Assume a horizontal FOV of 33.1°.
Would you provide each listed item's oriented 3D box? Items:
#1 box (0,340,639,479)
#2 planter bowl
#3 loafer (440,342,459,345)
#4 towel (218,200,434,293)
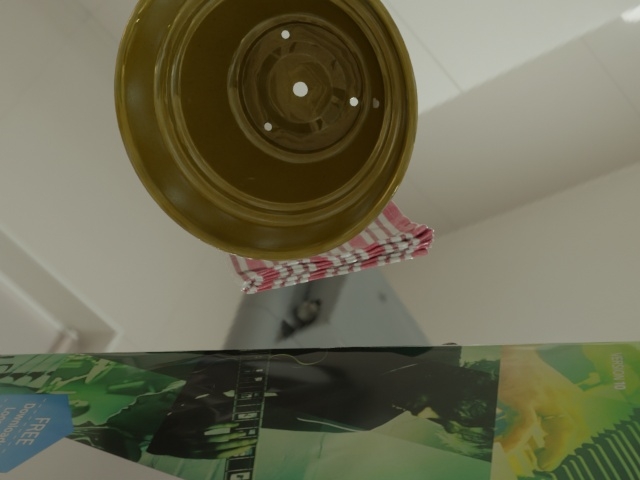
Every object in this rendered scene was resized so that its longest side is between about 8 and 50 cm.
[{"bbox_3d":[-0.037,0.112,0.362,0.322,0.058,0.232,-1,-157,12],"label":"box"},{"bbox_3d":[-0.027,-0.101,0.756,0.217,0.217,0.090,-33,-178,25],"label":"planter bowl"},{"bbox_3d":[0.078,0.085,0.589,0.170,0.061,0.062,-17,-150,-26],"label":"loafer"},{"bbox_3d":[0.000,0.000,1.075,0.197,0.029,0.144,-12,-162,-12],"label":"towel"}]
